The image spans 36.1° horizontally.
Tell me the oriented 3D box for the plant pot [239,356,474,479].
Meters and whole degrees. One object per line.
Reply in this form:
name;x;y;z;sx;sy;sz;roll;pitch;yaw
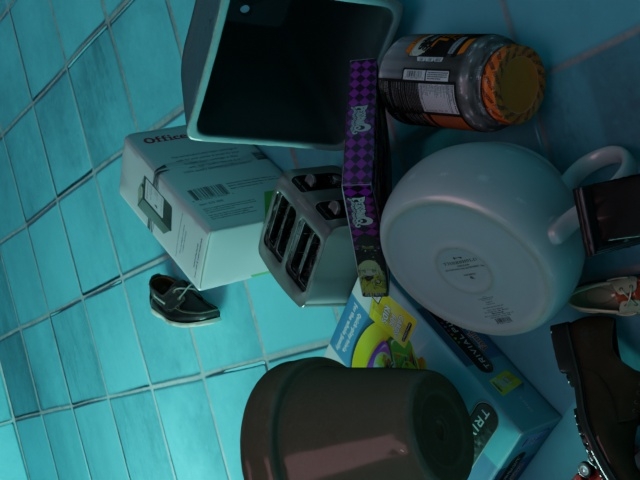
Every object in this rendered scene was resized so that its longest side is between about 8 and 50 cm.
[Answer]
plant pot;0.065;0.260;1.260;0.229;0.263;0.263;-22;82;35

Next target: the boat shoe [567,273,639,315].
boat shoe;0.341;0.061;1.102;0.137;0.043;0.049;-6;93;52

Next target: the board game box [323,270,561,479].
board game box;0.147;0.214;1.375;0.336;0.079;0.253;50;136;33

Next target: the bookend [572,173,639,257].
bookend;0.361;-0.039;0.951;0.157;0.156;0.072;-11;91;53

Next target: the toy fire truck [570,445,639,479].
toy fire truck;0.361;0.302;1.141;0.135;0.047;0.192;52;136;31

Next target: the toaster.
toaster;0.000;0.000;1.460;0.168;0.110;0.185;51;132;44

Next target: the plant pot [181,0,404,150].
plant pot;-0.068;-0.305;1.390;0.252;0.248;0.247;-112;33;-44

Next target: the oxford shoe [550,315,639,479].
oxford shoe;0.330;0.187;1.091;0.096;0.083;0.227;-19;67;17

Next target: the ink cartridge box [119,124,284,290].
ink cartridge box;-0.172;-0.068;1.612;0.289;0.211;0.121;46;135;38

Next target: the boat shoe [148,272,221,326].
boat shoe;-0.269;0.118;1.901;0.233;0.084;0.079;15;113;54

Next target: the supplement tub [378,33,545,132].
supplement tub;0.171;-0.193;1.193;0.190;0.117;0.117;14;111;50

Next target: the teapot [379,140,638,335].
teapot;0.208;-0.027;1.149;0.256;0.187;0.252;24;143;18

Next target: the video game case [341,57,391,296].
video game case;0.063;-0.080;1.264;0.210;0.042;0.232;78;-167;-48
